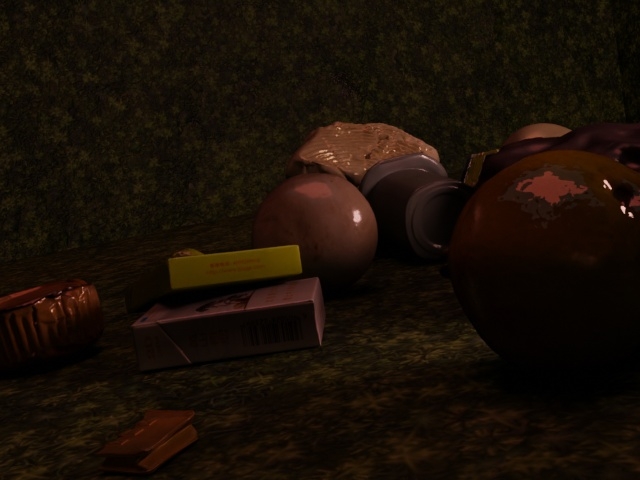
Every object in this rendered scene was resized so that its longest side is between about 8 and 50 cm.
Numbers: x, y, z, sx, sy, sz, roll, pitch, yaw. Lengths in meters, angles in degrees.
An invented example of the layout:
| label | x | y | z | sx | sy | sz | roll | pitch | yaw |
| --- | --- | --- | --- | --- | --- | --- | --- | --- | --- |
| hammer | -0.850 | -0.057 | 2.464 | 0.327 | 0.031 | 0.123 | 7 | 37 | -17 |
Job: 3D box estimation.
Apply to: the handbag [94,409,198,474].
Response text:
| label | x | y | z | sx | sy | sz | roll | pitch | yaw |
| --- | --- | --- | --- | --- | --- | --- | --- | --- | --- |
| handbag | -0.152 | 0.178 | 0.736 | 0.061 | 0.027 | 0.083 | -5 | 10 | 26 |

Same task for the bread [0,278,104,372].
| label | x | y | z | sx | sy | sz | roll | pitch | yaw |
| --- | --- | --- | --- | --- | --- | --- | --- | --- | --- |
| bread | -0.411 | 0.125 | 1.204 | 0.199 | 0.104 | 0.199 | -14 | 7 | 2 |

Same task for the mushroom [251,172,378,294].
| label | x | y | z | sx | sy | sz | roll | pitch | yaw |
| --- | --- | --- | --- | --- | --- | --- | --- | --- | --- |
| mushroom | 0.004 | -0.012 | 1.353 | 0.206 | 0.206 | 0.209 | -3 | 3 | 41 |

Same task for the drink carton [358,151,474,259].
| label | x | y | z | sx | sy | sz | roll | pitch | yaw |
| --- | --- | --- | --- | --- | --- | --- | --- | --- | --- |
| drink carton | 0.182 | -0.054 | 1.522 | 0.185 | 0.191 | 0.189 | -9 | 13 | -10 |

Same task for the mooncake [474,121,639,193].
| label | x | y | z | sx | sy | sz | roll | pitch | yaw |
| --- | --- | --- | --- | --- | --- | --- | --- | --- | --- |
| mooncake | 0.404 | -0.057 | 1.176 | 0.381 | 0.212 | 0.350 | -11 | 13 | 6 |

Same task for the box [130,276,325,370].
| label | x | y | z | sx | sy | sz | roll | pitch | yaw |
| --- | --- | --- | --- | --- | --- | --- | --- | --- | --- |
| box | -0.114 | 0.106 | 1.088 | 0.233 | 0.067 | 0.149 | -9 | 5 | 4 |

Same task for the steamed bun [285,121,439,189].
| label | x | y | z | sx | sy | sz | roll | pitch | yaw |
| --- | --- | --- | --- | --- | --- | --- | --- | --- | --- |
| steamed bun | 0.078 | -0.112 | 1.758 | 0.276 | 0.203 | 0.289 | 31 | 42 | 25 |

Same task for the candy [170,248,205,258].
| label | x | y | z | sx | sy | sz | roll | pitch | yaw |
| --- | --- | --- | --- | --- | --- | --- | --- | --- | --- |
| candy | -0.169 | 0.051 | 1.648 | 0.262 | 0.077 | 0.073 | -2 | -15 | -4 |

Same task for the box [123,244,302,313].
| label | x | y | z | sx | sy | sz | roll | pitch | yaw |
| --- | --- | --- | --- | --- | --- | --- | --- | --- | --- |
| box | -0.172 | 0.063 | 1.243 | 0.187 | 0.047 | 0.335 | -7 | -8 | -24 |

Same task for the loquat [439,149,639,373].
| label | x | y | z | sx | sy | sz | roll | pitch | yaw |
| --- | --- | --- | --- | --- | --- | --- | --- | --- | --- |
| loquat | 0.212 | 0.024 | 0.780 | 0.213 | 0.213 | 0.246 | -16 | 9 | -41 |

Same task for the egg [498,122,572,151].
| label | x | y | z | sx | sy | sz | roll | pitch | yaw |
| --- | --- | --- | --- | --- | --- | --- | --- | --- | --- |
| egg | 0.394 | -0.102 | 1.441 | 0.186 | 0.186 | 0.241 | -6 | -32 | 26 |

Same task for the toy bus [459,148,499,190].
| label | x | y | z | sx | sy | sz | roll | pitch | yaw |
| --- | --- | --- | --- | --- | --- | --- | --- | --- | --- |
| toy bus | 0.358 | -0.094 | 1.594 | 0.175 | 0.088 | 0.101 | 30 | -23 | -27 |
